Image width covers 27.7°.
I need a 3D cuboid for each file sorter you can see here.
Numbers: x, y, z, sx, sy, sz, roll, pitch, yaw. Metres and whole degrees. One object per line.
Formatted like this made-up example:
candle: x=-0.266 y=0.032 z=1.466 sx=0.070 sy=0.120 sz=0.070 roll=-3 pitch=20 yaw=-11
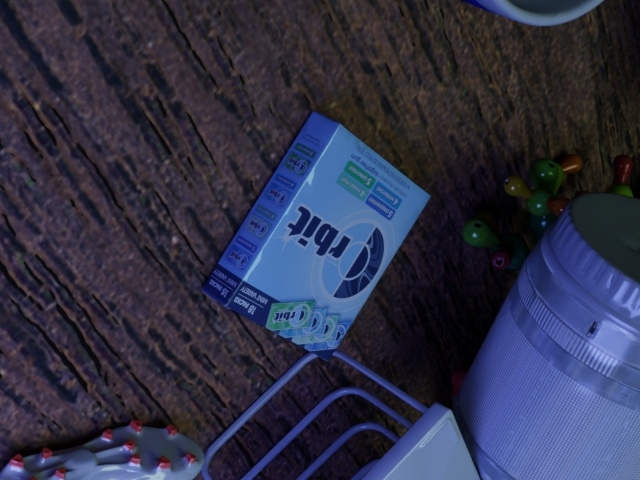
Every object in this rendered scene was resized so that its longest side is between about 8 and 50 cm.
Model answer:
file sorter: x=0.037 y=0.270 z=1.252 sx=0.193 sy=0.173 sz=0.277 roll=-43 pitch=136 yaw=-18

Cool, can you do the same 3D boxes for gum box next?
gum box: x=0.000 y=0.000 z=1.162 sx=0.157 sy=0.041 sz=0.184 roll=33 pitch=88 yaw=-48

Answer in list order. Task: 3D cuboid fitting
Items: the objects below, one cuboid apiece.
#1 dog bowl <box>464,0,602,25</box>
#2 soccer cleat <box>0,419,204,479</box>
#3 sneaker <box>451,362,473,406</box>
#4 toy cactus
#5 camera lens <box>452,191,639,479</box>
dog bowl: x=0.184 y=-0.323 z=1.107 sx=0.265 sy=0.104 sz=0.264 roll=-21 pitch=125 yaw=-34
soccer cleat: x=-0.188 y=0.202 z=1.089 sx=0.196 sy=0.068 sz=0.076 roll=-5 pitch=131 yaw=-40
sneaker: x=0.254 y=0.121 z=1.430 sx=0.279 sy=0.107 sz=0.118 roll=-33 pitch=121 yaw=-30
toy cactus: x=0.245 y=0.003 z=1.339 sx=0.219 sy=0.112 sz=0.180 roll=-20 pitch=117 yaw=-38
camera lens: x=0.266 y=0.120 z=1.228 sx=0.219 sy=0.219 sz=0.274 roll=-5 pitch=128 yaw=-42
